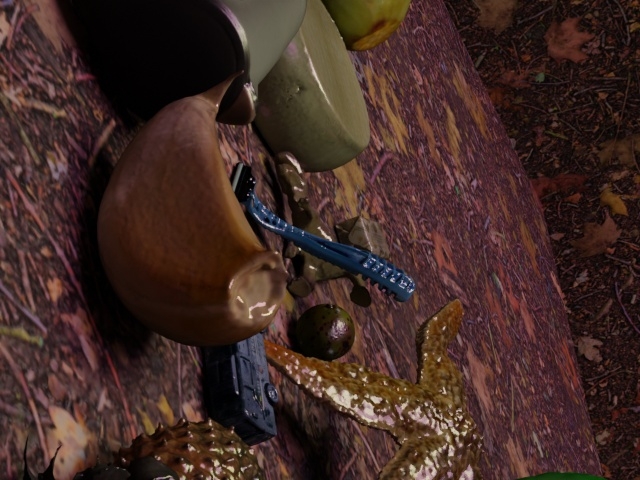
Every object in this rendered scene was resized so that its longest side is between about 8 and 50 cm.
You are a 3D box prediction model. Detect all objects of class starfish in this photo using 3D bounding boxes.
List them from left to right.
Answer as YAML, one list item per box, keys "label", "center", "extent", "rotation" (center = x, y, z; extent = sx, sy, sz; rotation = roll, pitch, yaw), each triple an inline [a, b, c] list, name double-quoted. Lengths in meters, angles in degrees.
- label: "starfish"
  center: [0.077, 0.226, 1.265]
  extent: [0.384, 0.132, 0.398]
  rotation: [12, 67, -43]

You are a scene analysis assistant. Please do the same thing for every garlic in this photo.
- label: "garlic"
  center: [-0.104, -0.016, 0.998]
  extent: [0.145, 0.164, 0.245]
  rotation: [25, 39, -43]

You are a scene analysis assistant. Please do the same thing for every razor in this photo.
- label: "razor"
  center: [0.000, 0.000, 1.365]
  extent: [0.253, 0.042, 0.082]
  rotation: [30, 30, -15]

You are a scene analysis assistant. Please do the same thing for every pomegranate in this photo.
- label: "pomegranate"
  center: [0.005, 0.114, 1.351]
  extent: [0.073, 0.073, 0.084]
  rotation: [33, 59, -63]

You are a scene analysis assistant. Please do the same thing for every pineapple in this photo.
- label: "pineapple"
  center: [-0.137, 0.182, 0.799]
  extent: [0.251, 0.125, 0.125]
  rotation: [-1, 72, -61]

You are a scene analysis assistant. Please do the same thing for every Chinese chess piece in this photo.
- label: "Chinese chess piece"
  center: [-0.024, -0.211, 1.555]
  extent: [0.250, 0.101, 0.250]
  rotation: [57, 22, -37]

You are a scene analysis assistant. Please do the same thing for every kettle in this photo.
- label: "kettle"
  center: [-0.139, -0.231, 1.178]
  extent: [0.240, 0.165, 0.255]
  rotation: [36, 29, -8]

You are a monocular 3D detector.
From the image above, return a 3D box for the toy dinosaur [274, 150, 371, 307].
- label: "toy dinosaur"
  center: [0.012, 0.016, 1.481]
  extent: [0.251, 0.072, 0.199]
  rotation: [46, 20, -36]

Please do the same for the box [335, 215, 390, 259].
- label: "box"
  center: [0.061, 0.002, 1.678]
  extent: [0.098, 0.045, 0.062]
  rotation: [7, 63, -70]

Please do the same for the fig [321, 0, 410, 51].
- label: "fig"
  center: [0.028, -0.430, 1.701]
  extent: [0.258, 0.258, 0.326]
  rotation: [28, 48, -65]

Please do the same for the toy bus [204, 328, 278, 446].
- label: "toy bus"
  center: [-0.081, 0.110, 1.124]
  extent: [0.065, 0.047, 0.166]
  rotation: [40, 33, -51]

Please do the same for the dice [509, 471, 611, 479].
- label: "dice"
  center: [0.288, 0.479, 1.446]
  extent: [0.297, 0.287, 0.300]
  rotation: [57, 22, -28]
